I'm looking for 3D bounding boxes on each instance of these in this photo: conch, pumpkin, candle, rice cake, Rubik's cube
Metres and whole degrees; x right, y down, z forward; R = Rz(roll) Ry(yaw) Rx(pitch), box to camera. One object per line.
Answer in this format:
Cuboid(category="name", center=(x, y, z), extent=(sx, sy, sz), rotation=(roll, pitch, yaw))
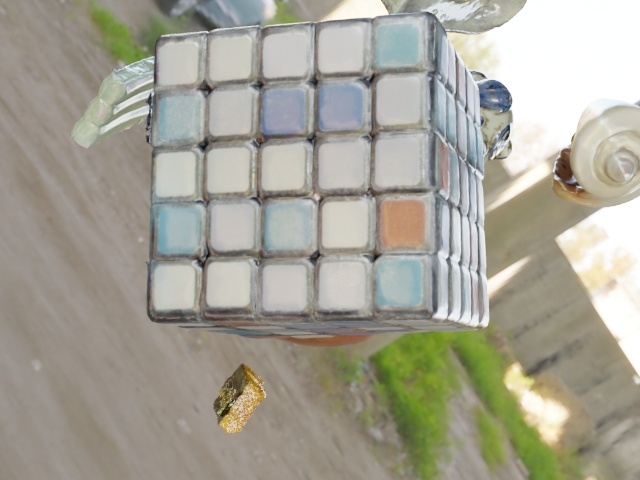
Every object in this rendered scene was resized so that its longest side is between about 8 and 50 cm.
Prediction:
Cuboid(category="conch", center=(0.397, -0.120, 1.504), extent=(0.127, 0.158, 0.255), rotation=(27, 26, 5))
Cuboid(category="pumpkin", center=(-0.121, 0.225, 1.596), extent=(0.054, 0.083, 0.074), rotation=(32, 6, -21))
Cuboid(category="candle", center=(0.137, -0.280, 1.138), extent=(0.192, 0.168, 0.068), rotation=(66, -1, -62))
Cuboid(category="rice cake", center=(-0.267, -0.204, 1.591), extent=(0.043, 0.127, 0.237), rotation=(39, 23, 4))
Cuboid(category="Rubik's cube", center=(0.009, -0.050, 1.151), extent=(0.287, 0.293, 0.292), rotation=(22, 65, -72))

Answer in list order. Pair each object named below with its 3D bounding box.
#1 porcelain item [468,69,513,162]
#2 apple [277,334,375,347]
Cuboid(category="porcelain item", center=(0.125, -0.121, 1.486), extent=(0.186, 0.288, 0.138), rotation=(-13, 78, -45))
Cuboid(category="apple", center=(0.000, 0.000, 1.818), extent=(0.338, 0.338, 0.305), rotation=(50, 45, -43))
